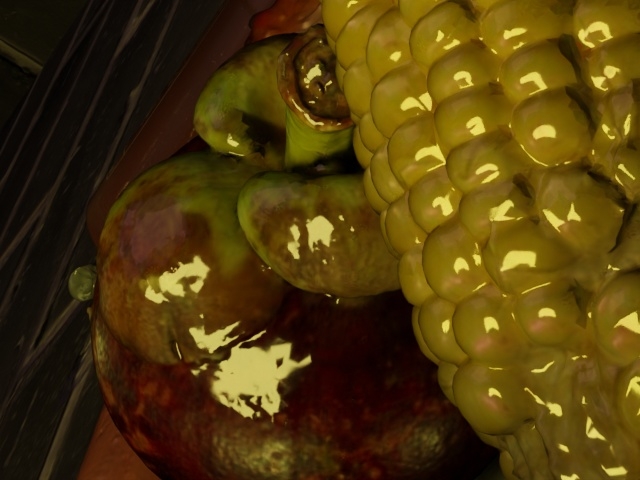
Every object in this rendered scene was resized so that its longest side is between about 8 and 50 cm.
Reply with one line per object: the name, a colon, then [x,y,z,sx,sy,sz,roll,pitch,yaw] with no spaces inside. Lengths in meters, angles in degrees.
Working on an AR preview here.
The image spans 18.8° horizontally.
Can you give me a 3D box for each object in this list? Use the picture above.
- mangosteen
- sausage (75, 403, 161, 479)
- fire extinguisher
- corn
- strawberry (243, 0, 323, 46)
mangosteen: [-0.006,0.000,0.613,0.156,0.181,0.146,-36,35,-25]
sausage: [-0.079,0.101,0.922,0.062,0.062,0.154,-47,18,42]
fire extinguisher: [-0.054,-0.046,1.094,0.269,0.105,0.105,-54,14,22]
corn: [0.056,-0.092,0.496,0.130,0.130,0.346,-40,53,54]
strawberry: [0.045,-0.119,0.939,0.121,0.082,0.188,4,53,53]
